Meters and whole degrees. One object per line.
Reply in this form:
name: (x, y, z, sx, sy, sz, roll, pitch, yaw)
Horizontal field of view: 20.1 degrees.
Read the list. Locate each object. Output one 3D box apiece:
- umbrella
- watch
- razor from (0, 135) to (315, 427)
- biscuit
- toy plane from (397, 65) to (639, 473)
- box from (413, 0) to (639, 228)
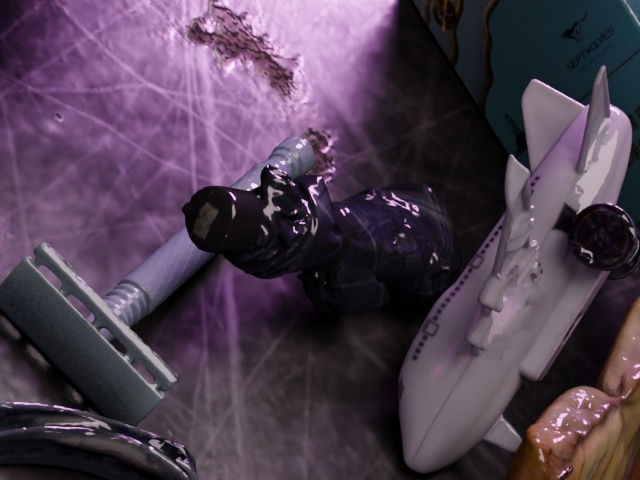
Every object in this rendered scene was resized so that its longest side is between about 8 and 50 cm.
umbrella: (-0.001, 0.003, 1.040, 0.224, 0.071, 0.080, 8, 53, -56)
watch: (-0.149, 0.169, 0.907, 0.206, 0.068, 0.193, 25, 52, -19)
razor: (-0.075, 0.001, 1.044, 0.106, 0.068, 0.232, 46, 48, -1)
biscuit: (0.169, 0.117, 1.066, 0.045, 0.154, 0.299, 19, 35, 24)
toy plane: (0.123, 0.026, 1.063, 0.101, 0.251, 0.255, 24, 90, 13)
box: (0.161, -0.118, 1.167, 0.041, 0.162, 0.229, -24, 78, -36)
